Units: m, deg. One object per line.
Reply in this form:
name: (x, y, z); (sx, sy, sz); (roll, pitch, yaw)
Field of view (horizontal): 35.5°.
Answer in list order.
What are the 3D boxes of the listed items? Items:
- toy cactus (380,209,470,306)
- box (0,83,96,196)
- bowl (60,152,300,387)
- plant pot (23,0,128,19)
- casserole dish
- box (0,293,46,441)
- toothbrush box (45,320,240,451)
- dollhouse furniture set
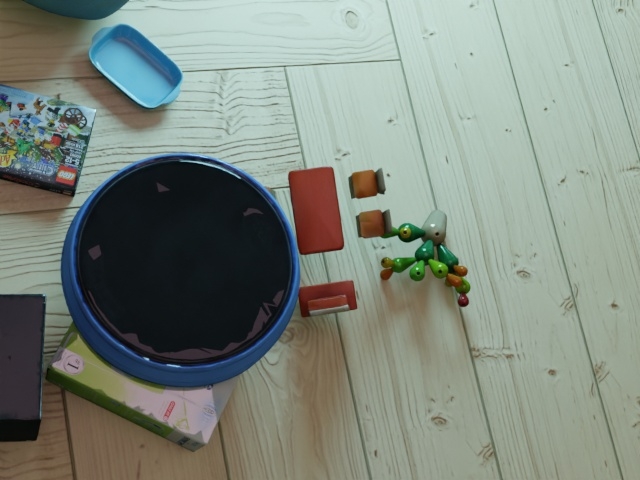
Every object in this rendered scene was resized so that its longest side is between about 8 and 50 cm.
toy cactus: (0.202, 0.020, 1.894); (0.219, 0.112, 0.180); (29, 48, -4)
box: (-0.525, -0.182, 1.746); (0.233, 0.044, 0.159); (14, 69, -13)
bowl: (-0.219, 0.039, 1.618); (0.391, 0.077, 0.391); (5, 70, -13)
plant pot: (-0.427, -0.511, 1.786); (0.195, 0.290, 0.290); (45, 60, -39)
casserole dish: (-0.343, -0.318, 1.853); (0.188, 0.037, 0.114); (41, 65, -2)
box: (-0.473, 0.200, 1.520); (0.103, 0.261, 0.184); (0, 72, -17)
toothbrush box: (-0.280, 0.193, 1.660); (0.283, 0.122, 0.206); (29, 67, -8)
dollhouse furniture set: (0.000, 0.000, 1.760); (0.262, 0.135, 0.259); (-9, 88, 0)
